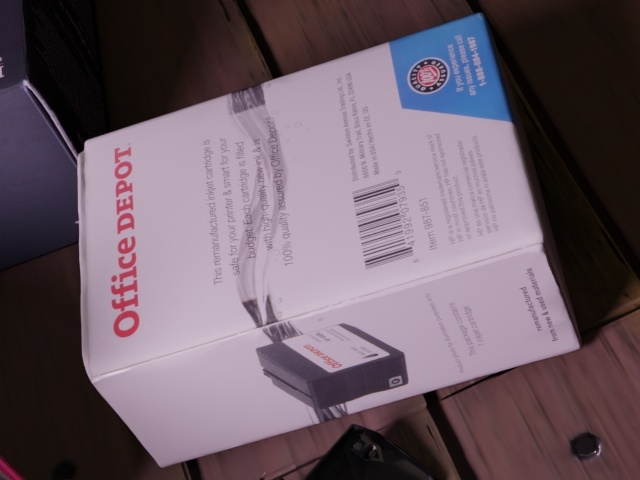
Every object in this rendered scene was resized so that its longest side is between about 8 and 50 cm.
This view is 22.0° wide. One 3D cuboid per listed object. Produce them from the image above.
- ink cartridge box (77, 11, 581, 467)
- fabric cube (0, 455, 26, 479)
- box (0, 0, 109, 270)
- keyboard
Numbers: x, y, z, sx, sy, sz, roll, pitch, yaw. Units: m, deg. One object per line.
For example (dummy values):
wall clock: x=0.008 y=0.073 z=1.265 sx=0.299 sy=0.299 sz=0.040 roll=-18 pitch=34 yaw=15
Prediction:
ink cartridge box: x=0.000 y=0.000 z=1.138 sx=0.308 sy=0.129 sz=0.223 roll=-17 pitch=48 yaw=10
fabric cube: x=-0.349 y=0.223 z=1.022 sx=0.258 sy=0.254 sz=0.259 roll=9 pitch=57 yaw=31
box: x=-0.363 y=-0.118 z=1.359 sx=0.343 sy=0.179 sz=0.312 roll=-20 pitch=49 yaw=7
keyboard: x=-0.017 y=0.200 z=1.056 sx=0.100 sy=0.038 sz=0.192 roll=38 pitch=71 yaw=16
